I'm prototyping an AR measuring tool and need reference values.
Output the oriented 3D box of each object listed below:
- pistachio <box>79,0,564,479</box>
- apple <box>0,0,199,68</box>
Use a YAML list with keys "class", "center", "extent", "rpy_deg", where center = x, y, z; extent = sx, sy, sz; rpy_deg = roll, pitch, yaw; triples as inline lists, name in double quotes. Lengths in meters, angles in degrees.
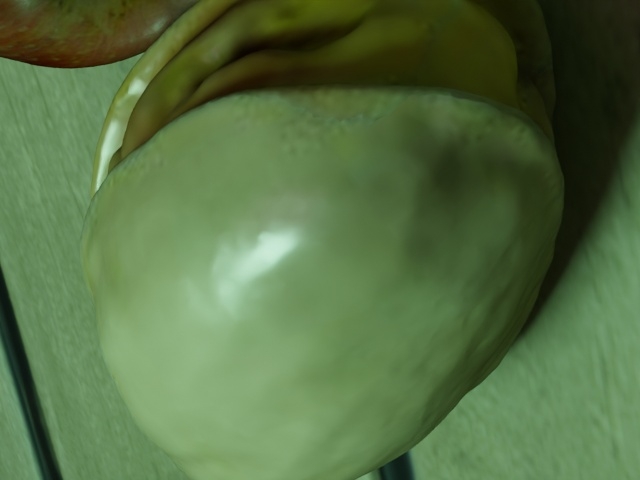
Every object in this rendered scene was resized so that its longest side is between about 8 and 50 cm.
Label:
- class: "pistachio"
  center: [0.000, 0.000, 0.733]
  extent: [0.230, 0.230, 0.309]
  rpy_deg: [49, 136, 18]
- class: "apple"
  center: [-0.145, -0.214, 0.737]
  extent: [0.241, 0.242, 0.242]
  rpy_deg: [52, 143, 29]
